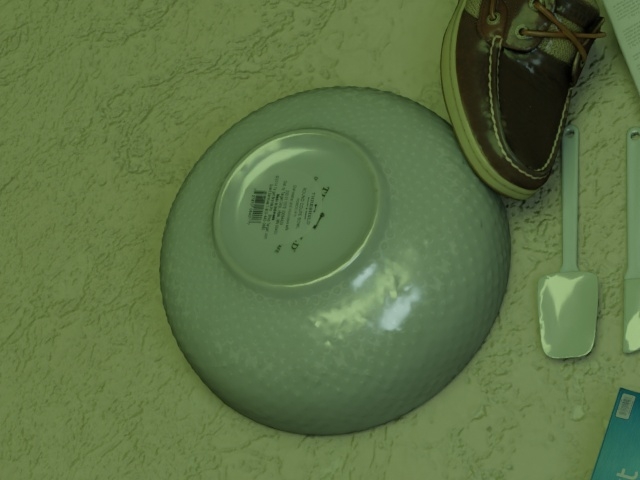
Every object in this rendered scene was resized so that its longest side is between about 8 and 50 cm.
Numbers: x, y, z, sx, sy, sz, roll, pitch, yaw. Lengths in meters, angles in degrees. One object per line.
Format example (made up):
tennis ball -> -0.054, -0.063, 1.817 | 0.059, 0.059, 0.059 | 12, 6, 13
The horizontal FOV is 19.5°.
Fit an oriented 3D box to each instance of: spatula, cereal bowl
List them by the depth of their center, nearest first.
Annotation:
spatula -> 0.282, -0.008, 1.697 | 0.168, 0.019, 0.242 | -5, 64, 18
cereal bowl -> 0.000, 0.000, 1.721 | 0.338, 0.141, 0.339 | -7, 65, 15

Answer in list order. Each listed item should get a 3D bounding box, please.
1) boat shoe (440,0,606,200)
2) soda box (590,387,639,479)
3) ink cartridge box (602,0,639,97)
boat shoe -> 0.199, -0.205, 1.740 | 0.123, 0.123, 0.342 | -29, 45, 47
soda box -> 0.256, 0.236, 1.558 | 0.067, 0.071, 0.210 | 13, 71, 25
ink cartridge box -> 0.369, -0.187, 1.708 | 0.181, 0.056, 0.225 | -29, 69, 27
